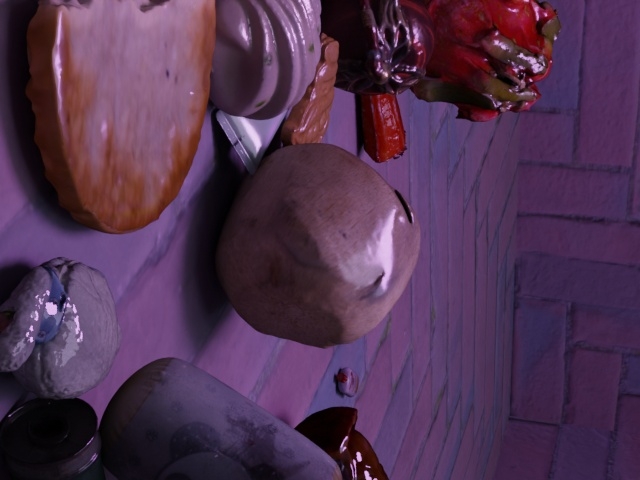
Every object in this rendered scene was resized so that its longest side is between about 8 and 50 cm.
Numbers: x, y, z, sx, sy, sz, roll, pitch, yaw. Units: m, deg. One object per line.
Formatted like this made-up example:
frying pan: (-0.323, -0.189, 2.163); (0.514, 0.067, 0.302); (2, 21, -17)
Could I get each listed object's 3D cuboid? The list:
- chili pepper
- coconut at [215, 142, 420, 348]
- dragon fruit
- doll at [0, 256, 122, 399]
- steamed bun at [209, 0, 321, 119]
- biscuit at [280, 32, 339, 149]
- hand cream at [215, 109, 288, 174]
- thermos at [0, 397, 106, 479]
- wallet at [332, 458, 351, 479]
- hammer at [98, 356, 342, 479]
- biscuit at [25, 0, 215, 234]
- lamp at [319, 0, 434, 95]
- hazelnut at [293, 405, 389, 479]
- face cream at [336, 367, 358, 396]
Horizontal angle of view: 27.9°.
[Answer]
chili pepper: (0.081, -0.201, 1.861); (0.088, 0.065, 0.168); (-90, 169, -49)
coconut: (0.000, 0.000, 1.363); (0.224, 0.224, 0.224); (7, 90, -75)
dragon fruit: (0.219, -0.299, 1.899); (0.237, 0.302, 0.231); (26, 104, -47)
doll: (-0.189, 0.065, 0.953); (0.214, 0.072, 0.103); (9, 89, -78)
steamed bun: (-0.054, -0.209, 1.263); (0.183, 0.106, 0.182); (7, 90, -74)
biscuit: (-0.017, -0.119, 1.466); (0.162, 0.035, 0.250); (-53, 164, -53)
hand cream: (-0.056, -0.154, 1.390); (0.078, 0.050, 0.205); (62, 33, -25)
thermos: (-0.200, 0.212, 0.999); (0.073, 0.083, 0.187); (-36, 137, -40)
wallet: (-0.065, 0.251, 1.210); (0.262, 0.221, 0.071); (76, 30, -54)
hammer: (-0.119, 0.233, 1.091); (0.305, 0.202, 0.113); (-54, 180, 45)
biscuit: (-0.159, -0.108, 1.052); (0.309, 0.040, 0.204); (-36, 130, -69)
lamp: (0.072, -0.262, 1.621); (0.215, 0.151, 0.223); (82, 18, -53)
hazelnut: (0.020, 0.310, 1.628); (0.170, 0.161, 0.201); (-146, -113, -70)
face cream: (0.040, 0.212, 1.942); (0.083, 0.021, 0.040); (46, 52, -70)
